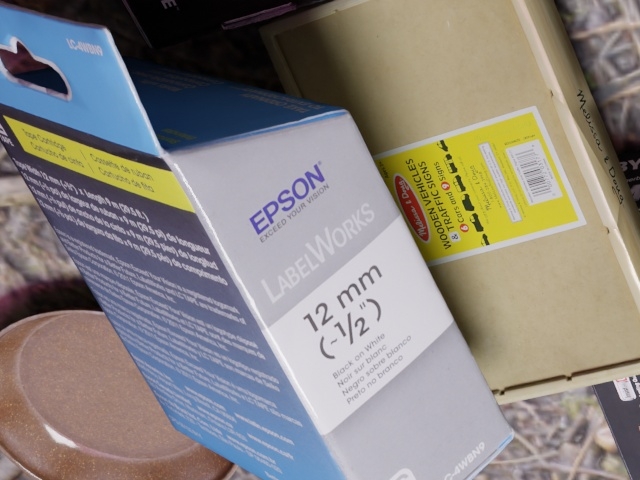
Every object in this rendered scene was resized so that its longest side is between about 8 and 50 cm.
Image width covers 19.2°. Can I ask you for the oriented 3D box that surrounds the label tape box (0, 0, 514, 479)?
[{"bbox_3d":[-0.062,-0.015,1.077,0.249,0.115,0.347,20,142,54],"label":"label tape box"}]

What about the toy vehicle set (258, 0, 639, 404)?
[{"bbox_3d":[0.089,-0.033,1.098,0.166,0.035,0.266,-15,107,33],"label":"toy vehicle set"}]

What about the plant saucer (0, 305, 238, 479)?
[{"bbox_3d":[-0.147,0.112,1.342,0.199,0.036,0.198,6,131,7],"label":"plant saucer"}]

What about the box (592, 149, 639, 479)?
[{"bbox_3d":[0.313,0.059,1.167,0.293,0.073,0.295,-11,125,23],"label":"box"}]

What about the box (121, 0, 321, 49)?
[{"bbox_3d":[-0.040,-0.271,0.964,0.257,0.079,0.322,-15,125,21],"label":"box"}]
